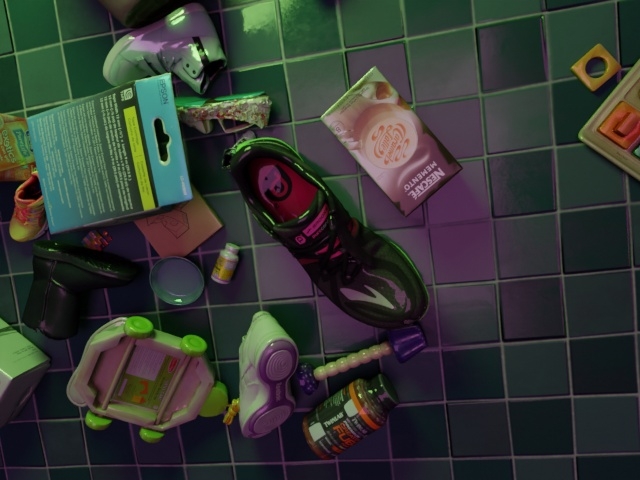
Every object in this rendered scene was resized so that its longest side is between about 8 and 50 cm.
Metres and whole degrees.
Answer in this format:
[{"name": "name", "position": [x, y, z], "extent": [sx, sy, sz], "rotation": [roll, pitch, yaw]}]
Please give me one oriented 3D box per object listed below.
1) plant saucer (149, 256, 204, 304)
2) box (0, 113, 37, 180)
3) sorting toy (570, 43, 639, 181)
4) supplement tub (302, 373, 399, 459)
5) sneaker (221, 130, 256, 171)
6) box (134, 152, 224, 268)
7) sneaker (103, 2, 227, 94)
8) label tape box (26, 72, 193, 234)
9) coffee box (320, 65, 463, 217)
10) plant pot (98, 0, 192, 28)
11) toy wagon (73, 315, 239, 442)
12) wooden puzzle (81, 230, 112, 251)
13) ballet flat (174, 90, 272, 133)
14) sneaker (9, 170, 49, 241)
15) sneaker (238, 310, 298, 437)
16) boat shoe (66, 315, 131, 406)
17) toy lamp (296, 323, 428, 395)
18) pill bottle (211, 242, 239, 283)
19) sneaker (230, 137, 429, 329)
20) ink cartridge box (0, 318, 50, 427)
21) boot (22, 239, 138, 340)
[{"name": "plant saucer", "position": [-0.316, 0.087, 0.958], "extent": [0.119, 0.021, 0.120], "rotation": [0, 110, 0]}, {"name": "box", "position": [-0.801, -0.200, 0.950], "extent": [0.299, 0.154, 0.142], "rotation": [0, 97, 8]}, {"name": "sorting toy", "position": [0.603, -0.217, 0.774], "extent": [0.347, 0.047, 0.196], "rotation": [36, 101, 4]}, {"name": "supplement tub", "position": [0.065, 0.360, 0.897], "extent": [0.197, 0.106, 0.106], "rotation": [-39, 89, 11]}, {"name": "sneaker", "position": [-0.172, -0.185, 0.891], "extent": [0.038, 0.069, 0.098], "rotation": [32, 100, 4]}, {"name": "box", "position": [-0.334, -0.063, 0.956], "extent": [0.164, 0.021, 0.201], "rotation": [-37, 90, 11]}, {"name": "sneaker", "position": [-0.315, -0.351, 0.879], "extent": [0.255, 0.094, 0.151], "rotation": [-28, 85, 9]}, {"name": "label tape box", "position": [-0.410, -0.167, 0.891], "extent": [0.347, 0.115, 0.250], "rotation": [-11, 91, 14]}, {"name": "coffee box", "position": [0.135, -0.183, 0.827], "extent": [0.141, 0.098, 0.247], "rotation": [-42, 89, 11]}, {"name": "plant pot", "position": [-0.359, -0.570, 0.784], "extent": [0.323, 0.323, 0.281], "rotation": [-29, 108, 11]}, {"name": "toy wagon", "position": [-0.342, 0.318, 0.946], "extent": [0.344, 0.068, 0.267], "rotation": [24, 105, -18]}, {"name": "wooden puzzle", "position": [-0.524, 0.005, 1.001], "extent": [0.083, 0.006, 0.049], "rotation": [-43, 89, 11]}, {"name": "ballet flat", "position": [-0.215, -0.259, 0.887], "extent": [0.240, 0.091, 0.077], "rotation": [1, 119, 13]}, {"name": "sneaker", "position": [-0.653, -0.083, 0.968], "extent": [0.081, 0.094, 0.209], "rotation": [37, 102, 2]}, {"name": "sneaker", "position": [-0.119, 0.291, 0.930], "extent": [0.114, 0.152, 0.306], "rotation": [-1, 119, -29]}, {"name": "boat shoe", "position": [-0.485, 0.269, 0.989], "extent": [0.095, 0.079, 0.255], "rotation": [32, 103, 2]}, {"name": "toy lamp", "position": [0.087, 0.244, 0.897], "extent": [0.274, 0.080, 0.080], "rotation": [-24, 92, 14]}, {"name": "pill bottle", "position": [-0.204, 0.049, 0.936], "extent": [0.043, 0.043, 0.083], "rotation": [24, 99, 6]}, {"name": "sneaker", "position": [0.000, 0.000, 0.817], "extent": [0.482, 0.202, 0.185], "rotation": [42, 101, 3]}, {"name": "ink cartridge box", "position": [-0.834, 0.293, 1.025], "extent": [0.289, 0.121, 0.211], "rotation": [36, 101, 3]}, {"name": "boot", "position": [-0.544, 0.126, 0.976], "extent": [0.246, 0.094, 0.208], "rotation": [14, 102, 3]}]
